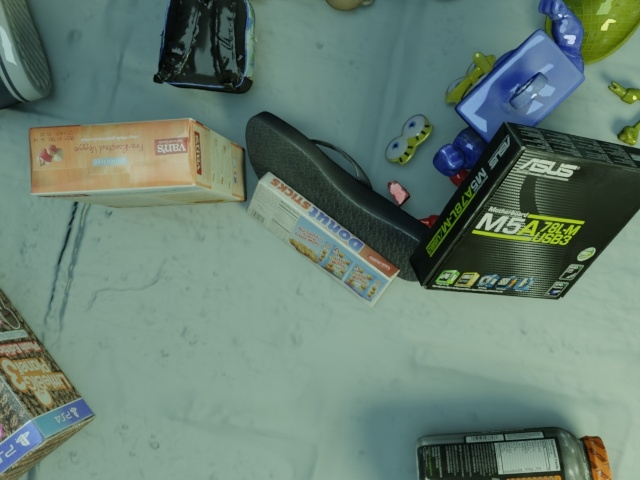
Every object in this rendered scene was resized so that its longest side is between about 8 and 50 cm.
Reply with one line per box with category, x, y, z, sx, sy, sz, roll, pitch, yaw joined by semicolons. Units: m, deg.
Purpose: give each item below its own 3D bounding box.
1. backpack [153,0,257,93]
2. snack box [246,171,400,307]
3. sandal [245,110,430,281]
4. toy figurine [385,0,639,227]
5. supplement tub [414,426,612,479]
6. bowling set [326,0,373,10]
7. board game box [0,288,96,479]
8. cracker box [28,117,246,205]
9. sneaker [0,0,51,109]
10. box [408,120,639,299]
backpack;-0.121;-0.222;0.978;0.105;0.084;0.114;6;95;6
snack box;0.000;0.000;0.973;0.178;0.064;0.022;37;53;6
sandal;0.023;-0.050;0.968;0.254;0.097;0.054;38;53;4
toy figurine;0.227;-0.135;0.869;0.362;0.217;0.191;-42;85;5
supplement tub;0.196;0.254;0.918;0.191;0.117;0.116;-5;89;7
bowling set;0.014;-0.323;0.911;0.287;0.200;0.154;-6;95;11
board game box;-0.442;0.160;0.984;0.232;0.141;0.291;-38;85;5
cracker box;-0.174;-0.074;0.908;0.156;0.232;0.067;-2;89;6
sneaker;-0.408;-0.298;0.994;0.128;0.126;0.321;-15;85;8
box;0.209;-0.021;0.864;0.184;0.191;0.045;-57;39;37
